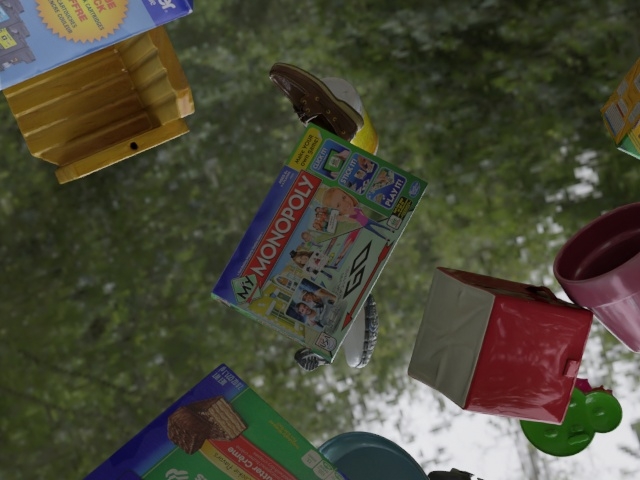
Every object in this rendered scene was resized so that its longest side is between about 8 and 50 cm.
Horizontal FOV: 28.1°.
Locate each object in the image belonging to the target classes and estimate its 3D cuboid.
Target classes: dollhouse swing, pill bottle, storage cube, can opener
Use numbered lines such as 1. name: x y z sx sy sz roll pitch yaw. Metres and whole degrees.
1. dollhouse swing: -0.397 -0.291 2.117 0.315 0.347 0.305 -23 -172 -1
2. pill bottle: 0.040 -0.206 2.398 0.117 0.117 0.215 -7 154 14
3. storage cube: 0.279 0.166 2.011 0.193 0.215 0.183 12 -172 -28
4. can opener: 0.313 0.503 2.463 0.095 0.076 0.283 15 178 -33

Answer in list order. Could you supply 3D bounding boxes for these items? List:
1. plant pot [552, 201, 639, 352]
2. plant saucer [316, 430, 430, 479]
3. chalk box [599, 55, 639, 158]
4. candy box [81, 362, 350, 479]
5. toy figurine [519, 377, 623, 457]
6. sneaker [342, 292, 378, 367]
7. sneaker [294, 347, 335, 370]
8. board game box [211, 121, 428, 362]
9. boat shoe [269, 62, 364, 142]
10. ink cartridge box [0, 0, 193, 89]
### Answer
1. plant pot: 0.492 0.068 2.000 0.201 0.180 0.201 -31 -160 12
2. plant saucer: 0.083 0.466 2.066 0.317 0.318 0.043 -3 177 41
3. chalk box: 0.601 -0.194 2.144 0.132 0.213 0.132 -57 -160 27
4. candy box: -0.152 0.358 1.665 0.317 0.268 0.122 -39 162 -32
5. toy figurine: 0.436 0.271 2.136 0.173 0.130 0.159 -16 -176 27
6. sneaker: 0.034 0.101 2.455 0.129 0.297 0.111 -13 168 11
7. sneaker: -0.017 0.187 2.100 0.043 0.040 0.109 22 -170 28
8. board game box: 0.000 0.000 1.983 0.317 0.213 0.046 -61 175 -14
9. boat shoe: -0.012 -0.218 2.063 0.060 0.178 0.064 -58 -168 -23
10. ink cartridge box: -0.325 -0.358 1.513 0.395 0.270 0.151 -22 -141 7
